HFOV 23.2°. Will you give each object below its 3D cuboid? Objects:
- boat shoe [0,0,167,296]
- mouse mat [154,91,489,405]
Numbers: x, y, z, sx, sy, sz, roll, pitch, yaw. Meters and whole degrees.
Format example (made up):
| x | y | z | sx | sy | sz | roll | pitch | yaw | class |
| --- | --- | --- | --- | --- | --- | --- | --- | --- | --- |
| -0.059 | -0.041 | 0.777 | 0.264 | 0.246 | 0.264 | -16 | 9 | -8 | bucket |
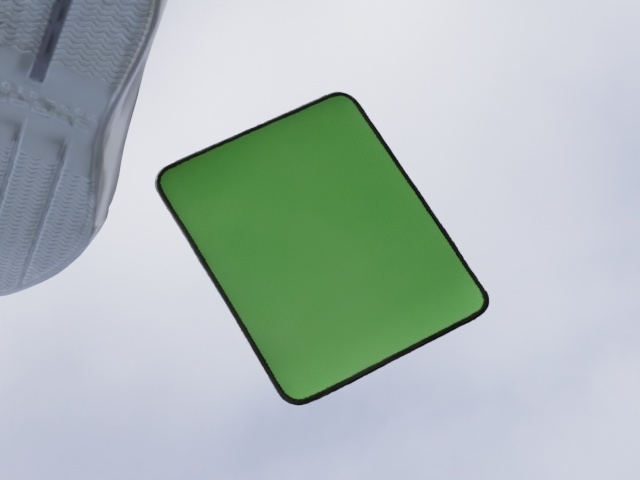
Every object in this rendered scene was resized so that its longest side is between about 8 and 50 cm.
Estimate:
| x | y | z | sx | sy | sz | roll | pitch | yaw | class |
| --- | --- | --- | --- | --- | --- | --- | --- | --- | --- |
| -0.092 | -0.057 | 0.516 | 0.083 | 0.226 | 0.075 | 24 | -126 | -17 | boat shoe |
| 0.000 | 0.000 | 0.995 | 0.153 | 0.189 | 0.007 | -25 | -22 | -17 | mouse mat |
